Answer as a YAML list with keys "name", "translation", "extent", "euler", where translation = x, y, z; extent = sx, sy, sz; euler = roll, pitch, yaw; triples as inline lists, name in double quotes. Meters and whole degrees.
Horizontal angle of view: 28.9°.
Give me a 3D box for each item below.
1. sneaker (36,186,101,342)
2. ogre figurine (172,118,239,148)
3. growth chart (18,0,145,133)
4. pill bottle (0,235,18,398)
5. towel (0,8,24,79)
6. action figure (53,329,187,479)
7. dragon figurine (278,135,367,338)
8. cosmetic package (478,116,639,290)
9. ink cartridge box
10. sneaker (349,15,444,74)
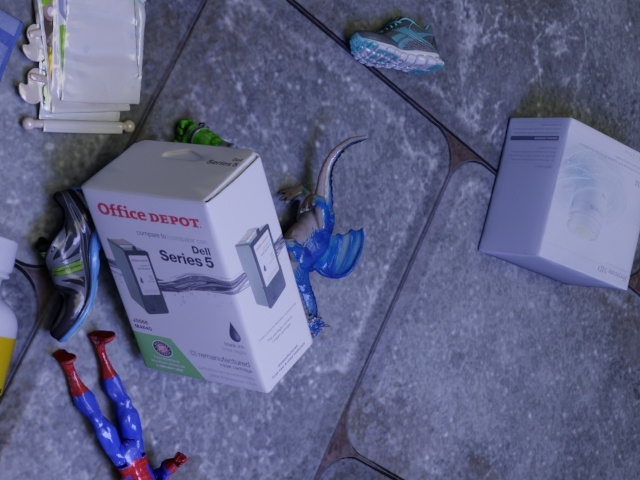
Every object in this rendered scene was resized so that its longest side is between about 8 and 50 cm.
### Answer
- name: "sneaker"
  translation: [-0.306, 0.028, 1.493]
  extent: [0.078, 0.067, 0.188]
  euler: [7, 90, -19]
- name: "ogre figurine"
  translation: [-0.137, -0.051, 1.575]
  extent: [0.097, 0.118, 0.197]
  euler: [15, 85, -38]
- name: "growth chart"
  translation: [-0.282, -0.241, 1.509]
  extent: [0.172, 0.021, 0.237]
  euler: [9, 88, -38]
- name: "pill bottle"
  translation: [-0.432, 0.145, 1.315]
  extent: [0.188, 0.188, 0.334]
  euler: [18, 83, -37]
- name: "towel"
  translation: [-0.481, -0.215, 1.347]
  extent: [0.285, 0.034, 0.209]
  euler: [28, 77, -36]
- name: "action figure"
  translation: [-0.225, 0.258, 1.524]
  extent: [0.091, 0.139, 0.280]
  euler: [-29, 113, -31]
- name: "dragon figurine"
  translation: [0.000, 0.000, 1.704]
  extent: [0.144, 0.085, 0.289]
  euler: [39, 75, -35]
- name: "cosmetic package"
  translation: [0.396, -0.056, 1.978]
  extent: [0.224, 0.138, 0.224]
  euler: [19, 83, -37]
- name: "ink cartridge box"
  translation: [-0.144, 0.030, 1.482]
  extent: [0.115, 0.198, 0.273]
  euler: [-46, 132, -42]
- name: "sneaker"
  translation: [0.106, -0.289, 1.792]
  extent: [0.166, 0.065, 0.076]
  euler: [6, 73, -41]
